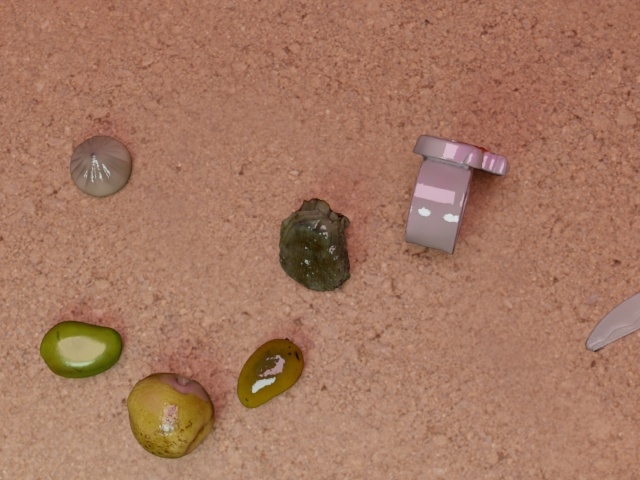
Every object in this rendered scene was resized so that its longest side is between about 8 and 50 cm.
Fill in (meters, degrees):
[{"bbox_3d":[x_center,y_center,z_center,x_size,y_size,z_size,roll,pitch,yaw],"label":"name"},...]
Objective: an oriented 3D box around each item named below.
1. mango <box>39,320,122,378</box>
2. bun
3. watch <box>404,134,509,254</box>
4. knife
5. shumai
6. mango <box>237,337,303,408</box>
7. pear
[{"bbox_3d":[-0.491,0.225,1.991,0.163,0.089,0.117,9,73,6],"label":"mango"},{"bbox_3d":[-0.483,-0.168,2.116,0.138,0.094,0.138,-1,75,5],"label":"bun"},{"bbox_3d":[0.272,-0.090,1.998,0.196,0.244,0.231,13,95,10],"label":"watch"},{"bbox_3d":[0.684,0.131,1.974,0.336,0.043,0.081,-22,66,-1],"label":"knife"},{"bbox_3d":[0.003,0.005,2.032,0.184,0.184,0.142,30,47,12],"label":"shumai"},{"bbox_3d":[-0.105,0.269,1.963,0.103,0.076,0.161,44,88,8],"label":"mango"},{"bbox_3d":[-0.296,0.335,1.905,0.178,0.178,0.178,-1,72,3],"label":"pear"}]
